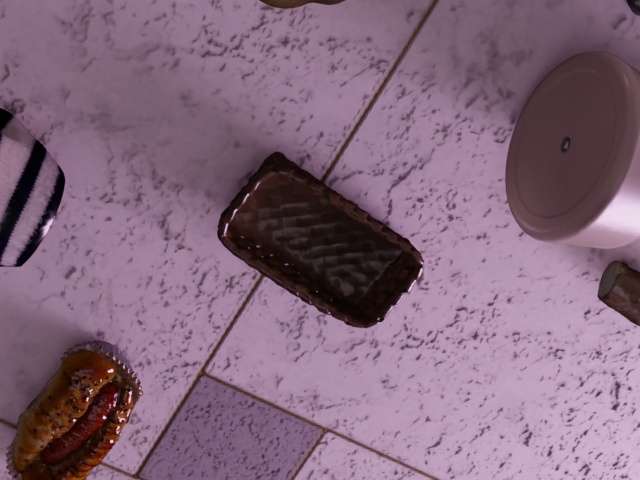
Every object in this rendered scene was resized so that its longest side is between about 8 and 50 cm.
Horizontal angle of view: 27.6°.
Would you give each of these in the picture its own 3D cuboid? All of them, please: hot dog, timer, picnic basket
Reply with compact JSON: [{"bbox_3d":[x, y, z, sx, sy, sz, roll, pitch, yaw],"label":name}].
[{"bbox_3d":[-0.253,0.185,1.322,0.099,0.053,0.192,32,108,-13],"label":"hot dog"},{"bbox_3d":[0.325,-0.052,1.204,0.266,0.175,0.175,16,115,-27],"label":"timer"},{"bbox_3d":[0.000,0.000,1.245,0.193,0.055,0.110,34,109,-18],"label":"picnic basket"}]

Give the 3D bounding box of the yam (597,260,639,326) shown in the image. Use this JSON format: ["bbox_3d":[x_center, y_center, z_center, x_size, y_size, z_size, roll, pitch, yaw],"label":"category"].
[{"bbox_3d":[0.393,0.105,1.320,0.274,0.061,0.061,29,111,-16],"label":"yam"}]

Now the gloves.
[{"bbox_3d":[-0.344,-0.070,1.152,0.219,0.131,0.140,28,109,-26],"label":"gloves"}]

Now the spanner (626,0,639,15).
[{"bbox_3d":[0.212,-0.275,1.144,0.254,0.015,0.054,30,111,-16],"label":"spanner"}]

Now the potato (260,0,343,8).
[{"bbox_3d":[-0.015,-0.291,1.060,0.154,0.137,0.200,2,121,30],"label":"potato"}]
